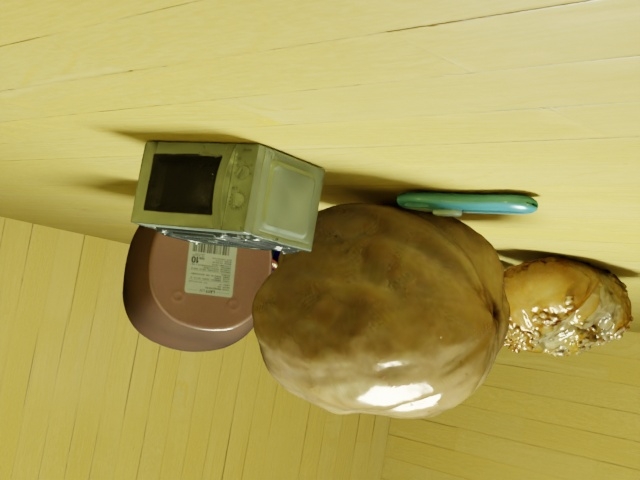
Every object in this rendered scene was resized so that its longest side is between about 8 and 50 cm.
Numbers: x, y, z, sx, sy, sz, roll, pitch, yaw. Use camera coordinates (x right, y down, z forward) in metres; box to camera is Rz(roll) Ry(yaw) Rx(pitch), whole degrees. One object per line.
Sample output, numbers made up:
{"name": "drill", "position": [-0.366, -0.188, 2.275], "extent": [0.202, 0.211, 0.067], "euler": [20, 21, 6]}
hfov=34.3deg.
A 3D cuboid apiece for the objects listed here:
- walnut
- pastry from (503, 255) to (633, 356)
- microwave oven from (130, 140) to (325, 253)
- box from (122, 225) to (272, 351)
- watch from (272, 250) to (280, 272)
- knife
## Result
{"name": "walnut", "position": [0.092, 0.101, 1.536], "extent": [0.381, 0.381, 0.381], "euler": [10, 175, 1]}
{"name": "pastry", "position": [0.455, 0.137, 1.970], "extent": [0.310, 0.162, 0.255], "euler": [15, 155, -39]}
{"name": "microwave oven", "position": [-0.123, -0.055, 1.374], "extent": [0.208, 0.123, 0.162], "euler": [6, 172, 37]}
{"name": "box", "position": [-0.219, 0.055, 1.926], "extent": [0.300, 0.301, 0.216], "euler": [11, 166, -14]}
{"name": "watch", "position": [-0.105, 0.041, 2.264], "extent": [0.200, 0.171, 0.196], "euler": [20, 172, 45]}
{"name": "knife", "position": [0.191, -0.047, 1.374], "extent": [0.064, 0.031, 0.222], "euler": [15, 172, -43]}
